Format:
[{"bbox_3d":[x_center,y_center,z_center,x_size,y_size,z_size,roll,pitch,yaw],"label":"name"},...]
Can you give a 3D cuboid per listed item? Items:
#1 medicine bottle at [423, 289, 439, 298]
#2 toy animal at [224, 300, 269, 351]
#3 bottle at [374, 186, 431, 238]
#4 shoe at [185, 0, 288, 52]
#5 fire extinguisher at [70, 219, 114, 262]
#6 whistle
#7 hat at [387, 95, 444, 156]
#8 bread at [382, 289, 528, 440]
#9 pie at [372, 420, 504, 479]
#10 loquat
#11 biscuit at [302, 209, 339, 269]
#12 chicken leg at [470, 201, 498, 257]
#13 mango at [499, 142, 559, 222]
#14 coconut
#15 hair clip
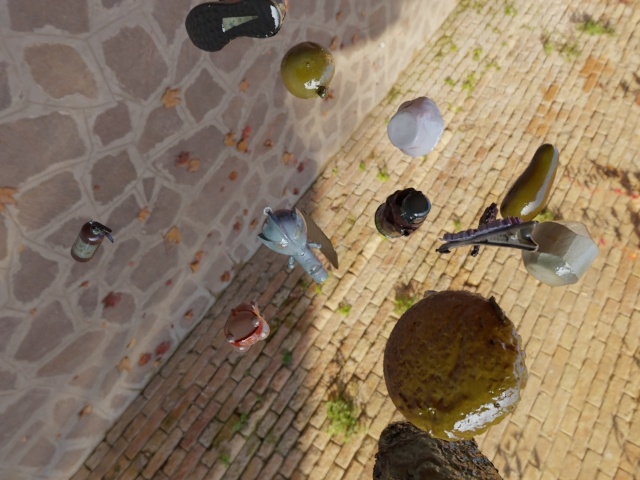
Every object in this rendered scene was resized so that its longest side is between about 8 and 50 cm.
[{"bbox_3d":[0.330,0.264,1.408,0.074,0.073,0.218,-25,127,-57],"label":"medicine bottle"},{"bbox_3d":[-0.287,0.327,1.738,0.172,0.171,0.198,-66,-165,7],"label":"toy animal"},{"bbox_3d":[0.261,-0.082,1.448,0.271,0.143,0.156,141,-54,-78],"label":"bottle"},{"bbox_3d":[-0.236,-0.659,1.325,0.171,0.336,0.132,-62,143,-39],"label":"shoe"},{"bbox_3d":[-0.697,0.002,1.398,0.231,0.099,0.071,-34,-164,43],"label":"fire extinguisher"},{"bbox_3d":[-0.081,0.012,1.464,0.142,0.133,0.346,-51,129,-16],"label":"whistle"},{"bbox_3d":[0.297,-0.368,1.502,0.126,0.203,0.203,-30,141,-51],"label":"hat"},{"bbox_3d":[0.216,0.199,0.742,0.139,0.239,0.240,34,83,-50],"label":"bread"},{"bbox_3d":[0.363,0.721,1.434,0.418,0.394,0.181,-147,-124,-82],"label":"pie"},{"bbox_3d":[-0.033,-0.512,1.393,0.172,0.205,0.149,-30,164,-11],"label":"loquat"},{"bbox_3d":[0.000,0.000,1.845,0.013,0.232,0.237,-36,160,-12],"label":"biscuit"},{"bbox_3d":[0.568,-0.039,1.575,0.093,0.053,0.205,-45,145,-46],"label":"chicken leg"},{"bbox_3d":[0.556,-0.143,1.194,0.136,0.099,0.228,5,112,-57],"label":"mango"},{"bbox_3d":[0.772,0.029,1.463,0.222,0.202,0.202,-51,156,-10],"label":"coconut"},{"bbox_3d":[0.385,-0.004,1.068,0.106,0.292,0.085,-2,85,-33],"label":"hair clip"}]
